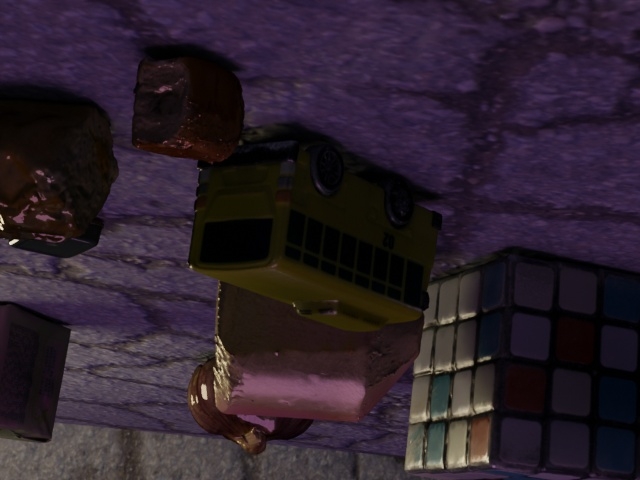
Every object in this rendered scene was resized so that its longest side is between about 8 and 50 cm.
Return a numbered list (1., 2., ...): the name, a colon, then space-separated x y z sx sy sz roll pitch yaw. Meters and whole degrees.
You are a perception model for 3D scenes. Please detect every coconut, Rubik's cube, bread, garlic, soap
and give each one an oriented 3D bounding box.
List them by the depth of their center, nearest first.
1. bread: -0.111 -0.109 1.266 0.077 0.083 0.070 3 175 24
2. bread: -0.338 -0.068 1.435 0.268 0.130 0.152 3 174 10
3. coconut: -0.001 0.099 1.774 0.245 0.233 0.233 0 166 -3
4. Rubik's cube: 0.272 0.175 1.863 0.253 0.256 0.259 12 164 -20
5. soap: -0.518 0.213 2.454 0.138 0.199 0.182 3 166 26
6. garlic: -0.122 0.296 2.684 0.245 0.160 0.245 6 167 1

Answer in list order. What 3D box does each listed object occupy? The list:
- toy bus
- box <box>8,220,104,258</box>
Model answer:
1. toy bus: 0.000 0.000 1.510 0.128 0.150 0.262 -3 163 38
2. box: -0.323 -0.007 1.852 0.091 0.031 0.126 14 165 -27
